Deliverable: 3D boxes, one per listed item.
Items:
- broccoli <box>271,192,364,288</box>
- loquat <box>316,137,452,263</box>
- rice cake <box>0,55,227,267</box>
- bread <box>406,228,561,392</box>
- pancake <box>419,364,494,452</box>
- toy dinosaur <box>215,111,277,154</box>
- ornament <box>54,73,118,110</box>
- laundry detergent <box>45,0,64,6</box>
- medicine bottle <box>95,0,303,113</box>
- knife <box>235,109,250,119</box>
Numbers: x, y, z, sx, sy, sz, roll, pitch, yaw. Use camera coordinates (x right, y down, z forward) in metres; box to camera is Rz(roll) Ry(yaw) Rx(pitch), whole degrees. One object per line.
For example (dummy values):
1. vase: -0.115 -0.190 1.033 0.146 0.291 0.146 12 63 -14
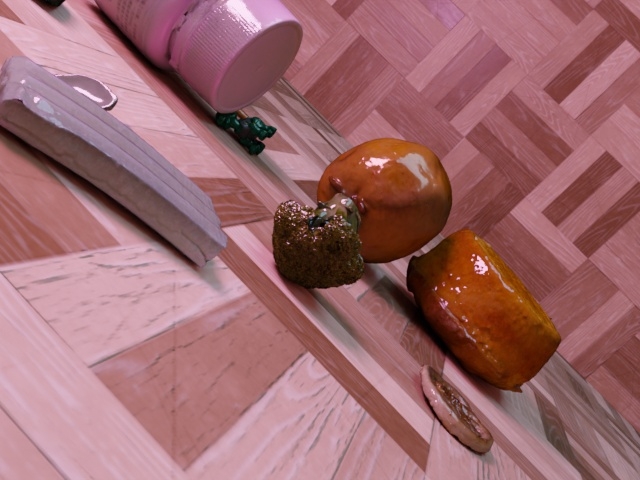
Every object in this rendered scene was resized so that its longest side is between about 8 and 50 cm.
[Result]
1. broccoli: 0.000 0.000 0.906 0.130 0.120 0.131 22 -23 35
2. loquat: 0.105 -0.066 1.271 0.238 0.238 0.193 18 50 -67
3. rice cake: -0.187 -0.074 0.697 0.237 0.043 0.127 39 11 -31
4. bread: 0.283 0.117 1.362 0.312 0.172 0.312 45 11 -12
5. pancake: 0.174 0.218 0.990 0.139 0.022 0.139 43 11 -11
6. toy dinosaur: -0.132 -0.201 1.343 0.096 0.059 0.132 39 19 1
7. ornament: -0.240 -0.144 0.769 0.068 0.041 0.092 24 20 10
8. laundry detergent: -0.422 -0.405 1.020 0.211 0.063 0.137 38 10 -20
9. medicine bottle: -0.200 -0.381 1.256 0.302 0.241 0.241 47 11 10
10. knife: -0.217 -0.313 1.522 0.256 0.022 0.046 44 15 -3
